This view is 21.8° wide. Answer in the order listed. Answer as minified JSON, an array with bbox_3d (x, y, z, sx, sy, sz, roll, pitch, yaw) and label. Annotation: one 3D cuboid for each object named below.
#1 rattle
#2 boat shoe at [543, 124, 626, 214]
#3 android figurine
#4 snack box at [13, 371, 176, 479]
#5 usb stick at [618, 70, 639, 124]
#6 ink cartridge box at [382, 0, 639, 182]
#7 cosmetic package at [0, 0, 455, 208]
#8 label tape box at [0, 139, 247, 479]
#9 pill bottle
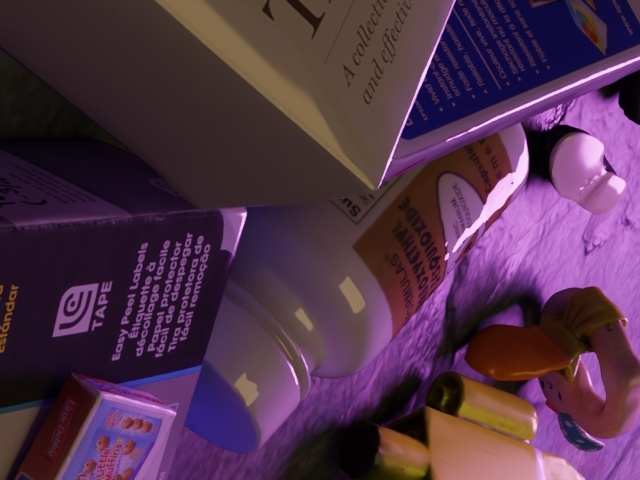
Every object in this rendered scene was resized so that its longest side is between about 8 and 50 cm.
[{"bbox_3d":[0.176,0.130,1.353,0.143,0.130,0.200,-34,167,-24],"label":"rattle"},{"bbox_3d":[0.192,-0.058,1.254,0.049,0.042,0.133,-44,151,8],"label":"boat shoe"},{"bbox_3d":[0.130,0.222,1.208,0.273,0.056,0.248,24,49,-33],"label":"android figurine"},{"bbox_3d":[-0.125,0.144,0.716,0.178,0.022,0.064,-62,150,0],"label":"snack box"},{"bbox_3d":[0.255,-0.208,1.230,0.077,0.045,0.278,-49,148,-37],"label":"usb stick"},{"bbox_3d":[0.052,-0.135,0.840,0.069,0.176,0.371,-32,175,40],"label":"ink cartridge box"},{"bbox_3d":[-0.034,-0.242,0.508,0.284,0.097,0.377,38,63,-34],"label":"cosmetic package"},{"bbox_3d":[-0.195,0.086,0.690,0.333,0.106,0.241,-7,118,-56],"label":"label tape box"},{"bbox_3d":[0.000,0.000,0.903,0.229,0.131,0.131,-47,147,-26],"label":"pill bottle"}]
